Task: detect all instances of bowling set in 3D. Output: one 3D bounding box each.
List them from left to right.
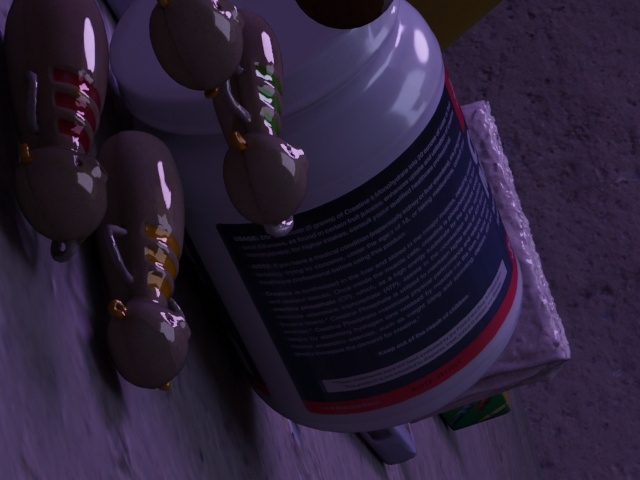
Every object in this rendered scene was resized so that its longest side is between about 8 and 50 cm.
[{"bbox_3d":[-0.059,-0.080,0.878,0.287,0.199,0.154,58,17,-45],"label":"bowling set"}]

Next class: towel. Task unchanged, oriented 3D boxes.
[{"bbox_3d":[0.115,0.020,1.839,0.049,0.187,0.282,33,40,-71],"label":"towel"}]

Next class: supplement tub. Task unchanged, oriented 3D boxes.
[{"bbox_3d":[0.001,-0.034,1.165,0.191,0.191,0.272,-98,168,-51],"label":"supplement tub"}]

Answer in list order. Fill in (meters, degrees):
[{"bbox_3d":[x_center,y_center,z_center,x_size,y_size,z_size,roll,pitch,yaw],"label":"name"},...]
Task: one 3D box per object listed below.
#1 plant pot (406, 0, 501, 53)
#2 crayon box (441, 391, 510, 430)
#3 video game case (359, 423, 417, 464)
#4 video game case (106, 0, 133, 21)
[{"bbox_3d":[0.014,-0.265,1.666,0.187,0.212,0.212,43,11,-40],"label":"plant pot"},{"bbox_3d":[0.142,0.067,2.296,0.165,0.081,0.278,56,18,-62],"label":"crayon box"},{"bbox_3d":[0.000,0.000,1.638,0.300,0.036,0.329,55,18,-65],"label":"video game case"},{"bbox_3d":[-0.156,-0.266,1.207,0.206,0.026,0.227,61,13,-55],"label":"video game case"}]
